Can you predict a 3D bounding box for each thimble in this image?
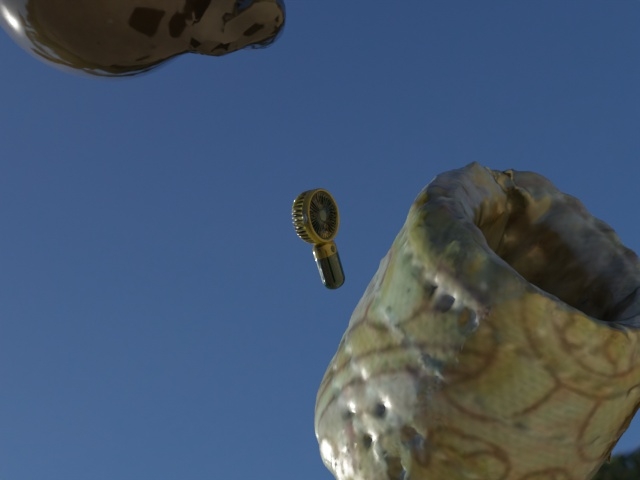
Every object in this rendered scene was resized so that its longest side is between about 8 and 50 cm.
[{"bbox_3d":[0.080,0.053,0.630,0.137,0.190,0.143,20,-65,-12],"label":"thimble"}]

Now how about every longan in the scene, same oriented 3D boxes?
[{"bbox_3d":[-0.114,-0.175,0.782,0.185,0.204,0.159,-62,-1,-37],"label":"longan"}]

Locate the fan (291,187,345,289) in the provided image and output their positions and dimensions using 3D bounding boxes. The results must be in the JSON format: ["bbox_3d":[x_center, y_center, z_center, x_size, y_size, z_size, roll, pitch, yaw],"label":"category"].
[{"bbox_3d":[0.000,0.000,1.895,0.082,0.039,0.155,-28,-75,-54],"label":"fan"}]

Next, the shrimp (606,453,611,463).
[{"bbox_3d":[0.308,0.129,1.332,0.051,0.217,0.115,25,-26,-12],"label":"shrimp"}]
